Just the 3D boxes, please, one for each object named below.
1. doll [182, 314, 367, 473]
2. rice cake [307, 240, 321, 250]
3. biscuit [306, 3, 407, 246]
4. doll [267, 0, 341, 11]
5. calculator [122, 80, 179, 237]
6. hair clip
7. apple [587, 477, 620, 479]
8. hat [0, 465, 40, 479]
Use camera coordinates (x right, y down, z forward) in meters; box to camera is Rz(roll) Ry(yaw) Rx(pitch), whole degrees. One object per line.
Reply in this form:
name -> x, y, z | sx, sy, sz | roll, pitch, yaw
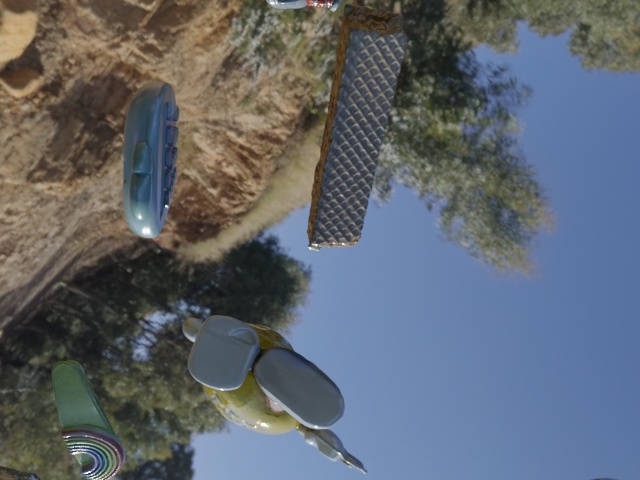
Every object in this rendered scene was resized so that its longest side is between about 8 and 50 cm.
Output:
doll -> -0.084, 0.224, 0.934 | 0.348, 0.423, 0.161 | 31, -109, 31
rice cake -> 0.000, 0.000, 1.075 | 0.121, 0.022, 0.021 | -35, 141, -75
biscuit -> 0.050, -0.158, 0.927 | 0.054, 0.094, 0.378 | -113, -150, -57
doll -> -0.045, -0.497, 1.204 | 0.079, 0.180, 0.094 | 98, 2, -53
calculator -> -0.209, -0.104, 0.748 | 0.299, 0.042, 0.185 | -108, -157, -69
hair clip -> -0.284, 0.227, 0.734 | 0.060, 0.188, 0.033 | -13, -155, -7
apple -> 0.455, 0.470, 0.905 | 0.211, 0.211, 0.188 | -45, 169, 20
hat -> -0.315, 0.131, 0.382 | 0.252, 0.252, 0.109 | -30, -111, 47
